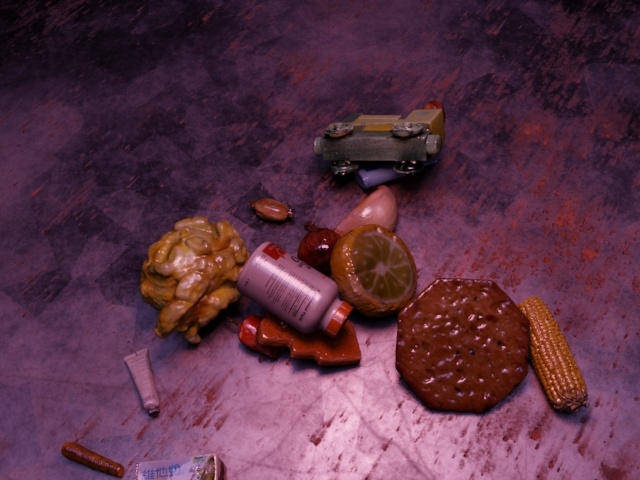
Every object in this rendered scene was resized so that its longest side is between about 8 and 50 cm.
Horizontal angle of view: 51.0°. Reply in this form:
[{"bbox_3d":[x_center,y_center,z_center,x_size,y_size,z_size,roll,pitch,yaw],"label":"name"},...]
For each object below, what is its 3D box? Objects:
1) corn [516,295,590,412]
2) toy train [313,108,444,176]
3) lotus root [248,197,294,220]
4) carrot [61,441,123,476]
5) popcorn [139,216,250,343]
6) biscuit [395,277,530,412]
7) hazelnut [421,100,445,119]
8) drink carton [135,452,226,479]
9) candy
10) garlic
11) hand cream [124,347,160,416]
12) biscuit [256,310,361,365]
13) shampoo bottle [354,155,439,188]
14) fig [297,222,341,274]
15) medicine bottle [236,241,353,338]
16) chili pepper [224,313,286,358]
[{"bbox_3d":[0.588,0.292,1.714,0.115,0.115,0.318,-11,55,-3],"label":"corn"},{"bbox_3d":[0.186,-0.302,2.017,0.397,0.160,0.253,3,28,25],"label":"toy train"},{"bbox_3d":[-0.154,-0.093,2.030,0.152,0.063,0.072,17,23,18],"label":"lotus root"},{"bbox_3d":[-0.565,0.545,1.666,0.170,0.042,0.042,16,60,13],"label":"carrot"},{"bbox_3d":[-0.347,0.092,1.803,0.335,0.274,0.279,-35,60,-17],"label":"popcorn"},{"bbox_3d":[0.358,0.264,1.700,0.359,0.046,0.359,0,86,3],"label":"biscuit"},{"bbox_3d":[0.372,-0.416,2.197,0.086,0.086,0.086,-2,58,3],"label":"hazelnut"},{"bbox_3d":[-0.314,0.670,1.518,0.194,0.132,0.325,-7,56,0],"label":"drink carton"},{"bbox_3d":[0.145,0.083,1.814,0.260,0.118,0.260,14,64,-30],"label":"candy"},{"bbox_3d":[0.146,-0.074,1.974,0.164,0.145,0.245,11,50,49],"label":"garlic"},{"bbox_3d":[-0.465,0.375,1.772,0.067,0.042,0.194,-27,54,-4],"label":"hand cream"},{"bbox_3d":[-0.021,0.235,1.792,0.306,0.043,0.284,36,44,13],"label":"biscuit"},{"bbox_3d":[0.239,-0.229,2.079,0.258,0.061,0.104,-19,23,-9],"label":"shampoo bottle"},{"bbox_3d":[0.000,0.000,1.930,0.146,0.134,0.201,-3,48,-9],"label":"fig"},{"bbox_3d":[-0.060,0.137,1.723,0.288,0.157,0.157,31,64,8],"label":"medicine bottle"},{"bbox_3d":[-0.181,0.245,1.807,0.192,0.084,0.086,26,20,14],"label":"chili pepper"}]
